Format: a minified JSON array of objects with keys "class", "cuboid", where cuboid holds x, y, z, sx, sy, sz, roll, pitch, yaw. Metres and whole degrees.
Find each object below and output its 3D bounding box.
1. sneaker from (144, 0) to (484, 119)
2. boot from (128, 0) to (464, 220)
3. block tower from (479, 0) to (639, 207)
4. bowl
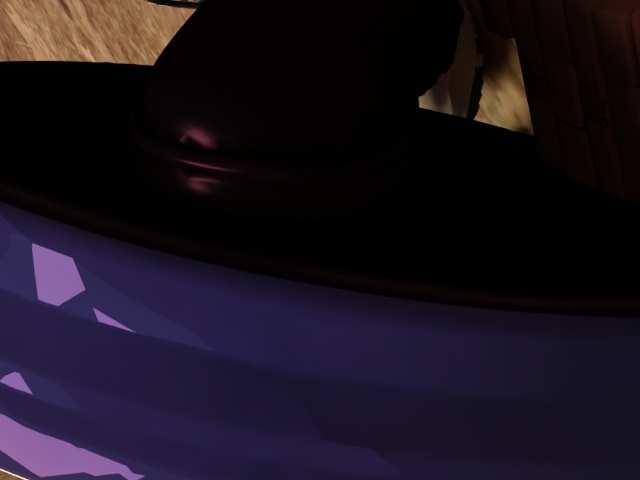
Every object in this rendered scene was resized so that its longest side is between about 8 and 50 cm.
[{"class":"sneaker","cuboid":[-0.027,-0.133,0.712,0.235,0.153,0.094,60,161,-8]},{"class":"boot","cuboid":[0.008,-0.140,0.461,0.094,0.246,0.207,11,116,15]},{"class":"block tower","cuboid":[0.194,-0.035,0.429,0.335,0.091,0.097,34,150,49]},{"class":"bowl","cuboid":[0.000,0.000,0.542,0.391,0.391,0.077,30,115,52]}]
